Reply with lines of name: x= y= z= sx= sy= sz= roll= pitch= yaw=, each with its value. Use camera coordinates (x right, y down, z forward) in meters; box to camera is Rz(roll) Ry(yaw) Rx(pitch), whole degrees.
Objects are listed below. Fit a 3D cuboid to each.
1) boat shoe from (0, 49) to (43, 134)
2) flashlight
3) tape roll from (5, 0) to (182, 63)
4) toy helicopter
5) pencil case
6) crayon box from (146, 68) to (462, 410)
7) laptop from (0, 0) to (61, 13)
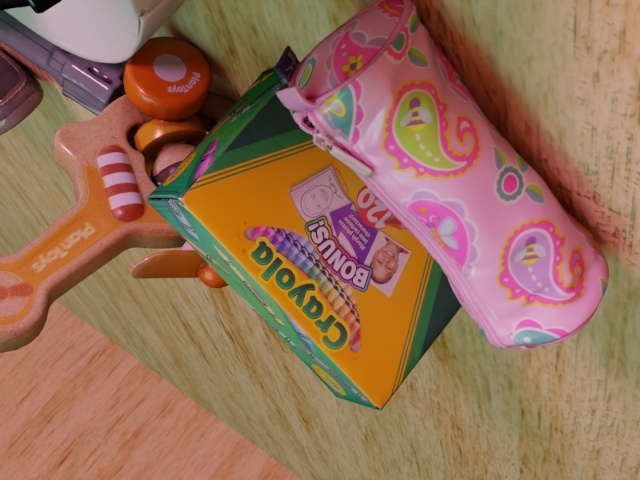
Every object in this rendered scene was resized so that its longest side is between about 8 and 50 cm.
boat shoe: x=-0.506 y=-0.235 z=1.601 sx=0.355 sy=0.132 sz=0.130 roll=23 pitch=156 yaw=39
flashlight: x=-0.320 y=-0.239 z=1.293 sx=0.304 sy=0.103 sz=0.103 roll=33 pitch=157 yaw=7
tape roll: x=-0.283 y=-0.319 z=1.058 sx=0.392 sy=0.072 sz=0.392 roll=35 pitch=161 yaw=14
toy helicopter: x=-0.180 y=-0.010 z=1.123 sx=0.235 sy=0.355 sz=0.140 roll=43 pitch=149 yaw=8
pencil case: x=0.092 y=-0.043 z=0.885 sx=0.284 sy=0.124 sz=0.124 roll=47 pitch=161 yaw=-23
crayon box: x=0.000 y=0.000 z=1.092 sx=0.278 sy=0.165 sz=0.081 roll=48 pitch=161 yaw=-22
laptop: x=-0.199 y=-0.322 z=0.563 sx=0.382 sy=0.408 sz=0.236 roll=54 pitch=-171 yaw=-29
